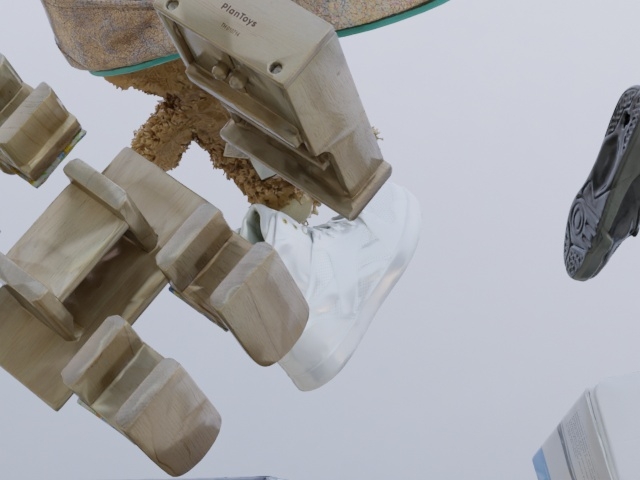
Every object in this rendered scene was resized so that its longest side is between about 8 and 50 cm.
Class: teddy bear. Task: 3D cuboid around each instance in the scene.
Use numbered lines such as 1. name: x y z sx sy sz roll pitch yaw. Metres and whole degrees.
1. teddy bear: -0.087 -0.147 1.748 0.338 0.113 0.245 26 -60 -21

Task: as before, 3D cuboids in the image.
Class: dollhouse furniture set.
1. dollhouse furniture set: -0.086 -0.011 0.926 0.212 0.242 0.161 34 -13 25

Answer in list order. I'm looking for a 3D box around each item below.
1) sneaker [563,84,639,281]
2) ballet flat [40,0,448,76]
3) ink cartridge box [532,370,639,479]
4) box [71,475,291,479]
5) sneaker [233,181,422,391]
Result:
1. sneaker: 0.340 -0.046 1.718 0.130 0.087 0.228 12 -63 -19
2. ballet flat: -0.053 -0.176 1.044 0.316 0.108 0.106 -10 -53 26
3. ink cartridge box: 0.373 0.230 1.769 0.223 0.129 0.307 -11 -19 -7
4. box: -0.127 0.438 1.246 0.297 0.472 0.479 22 -21 -38
5. sneaker: 0.000 0.000 1.777 0.108 0.292 0.169 -22 -61 42
